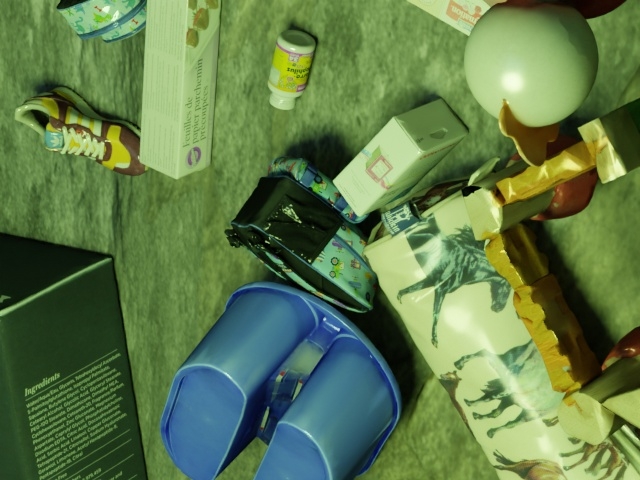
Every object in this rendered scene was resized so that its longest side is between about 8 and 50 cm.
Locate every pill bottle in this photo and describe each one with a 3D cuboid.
[{"bbox_3d":[-0.034,-0.188,1.798,0.043,0.043,0.083,32,128,24],"label":"pill bottle"}]

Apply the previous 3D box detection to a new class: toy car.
[{"bbox_3d":[0.193,-0.181,1.384,0.219,0.210,0.238,6,94,36],"label":"toy car"}]

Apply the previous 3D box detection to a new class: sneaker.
[{"bbox_3d":[-0.296,-0.125,2.013,0.185,0.084,0.070,29,126,27],"label":"sneaker"}]

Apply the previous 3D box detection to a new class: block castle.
[{"bbox_3d":[0.377,-0.021,1.432,0.453,0.213,0.303,-29,87,41],"label":"block castle"}]

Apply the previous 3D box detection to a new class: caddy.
[{"bbox_3d":[-0.040,0.189,1.882,0.241,0.179,0.341,35,146,8],"label":"caddy"}]

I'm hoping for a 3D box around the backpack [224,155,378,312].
[{"bbox_3d":[0.000,0.000,1.793,0.173,0.117,0.158,36,173,-12],"label":"backpack"}]

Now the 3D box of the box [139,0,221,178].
[{"bbox_3d":[-0.159,-0.231,1.867,0.067,0.063,0.324,24,123,31],"label":"box"}]

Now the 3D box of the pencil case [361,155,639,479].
[{"bbox_3d":[0.207,0.123,1.666,0.410,0.160,0.183,58,148,2],"label":"pencil case"}]

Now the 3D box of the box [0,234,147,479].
[{"bbox_3d":[-0.425,0.214,2.190,0.293,0.212,0.396,11,117,36],"label":"box"}]

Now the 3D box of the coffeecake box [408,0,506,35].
[{"bbox_3d":[0.180,-0.286,1.560,0.142,0.068,0.185,33,128,22],"label":"coffeecake box"}]

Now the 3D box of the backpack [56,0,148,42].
[{"bbox_3d":[-0.239,-0.278,1.875,0.105,0.114,0.084,-11,123,40],"label":"backpack"}]

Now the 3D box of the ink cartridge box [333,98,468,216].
[{"bbox_3d":[0.085,-0.088,1.716,0.052,0.088,0.122,55,133,10],"label":"ink cartridge box"}]
